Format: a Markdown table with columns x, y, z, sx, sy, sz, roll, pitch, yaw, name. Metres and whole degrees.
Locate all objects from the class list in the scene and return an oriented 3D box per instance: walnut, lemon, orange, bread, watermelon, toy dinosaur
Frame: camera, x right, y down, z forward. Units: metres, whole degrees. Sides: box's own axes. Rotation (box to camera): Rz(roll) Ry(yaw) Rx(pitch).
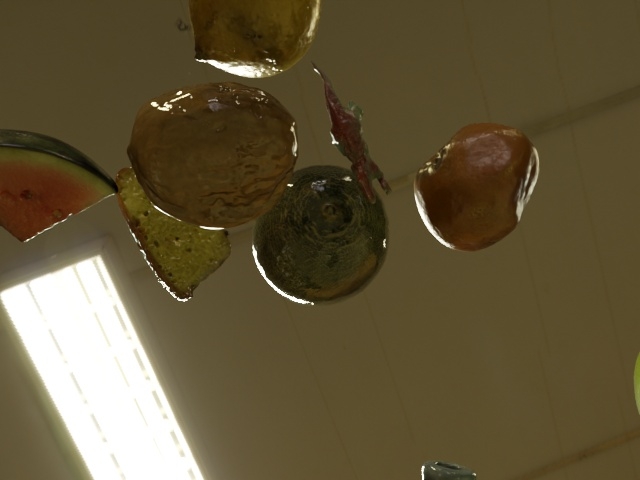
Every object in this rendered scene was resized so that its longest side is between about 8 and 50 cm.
| x | y | z | sx | sy | sz | roll | pitch | yaw | name |
| --- | --- | --- | --- | --- | --- | --- | --- | --- | --- |
| -0.101 | -0.083 | 0.653 | 0.167 | 0.166 | 0.149 | -3 | -105 | -10 | walnut |
| -0.111 | -0.412 | 1.158 | 0.228 | 0.228 | 0.253 | 12 | -88 | -14 | lemon |
| 0.284 | -0.110 | 1.238 | 0.183 | 0.249 | 0.249 | 33 | -84 | -16 | orange |
| -0.186 | -0.016 | 0.856 | 0.103 | 0.065 | 0.187 | -31 | -100 | -22 | bread |
| -0.350 | -0.088 | 0.817 | 0.193 | 0.145 | 0.137 | 12 | -58 | -24 | watermelon |
| 0.037 | -0.169 | 1.008 | 0.053 | 0.167 | 0.242 | -24 | -89 | 15 | toy dinosaur |

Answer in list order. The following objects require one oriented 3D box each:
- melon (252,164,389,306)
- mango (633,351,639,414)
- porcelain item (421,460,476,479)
| x | y | z | sx | sy | sz | roll | pitch | yaw | name |
| --- | --- | --- | --- | --- | --- | --- | --- | --- | --- |
| 0.000 | 0.000 | 1.221 | 0.249 | 0.329 | 0.248 | 1 | -110 | -3 | melon |
| 0.412 | 0.147 | 0.691 | 0.175 | 0.293 | 0.143 | -43 | -104 | 18 | mango |
| 0.137 | 0.402 | 0.808 | 0.141 | 0.141 | 0.259 | 12 | -99 | -13 | porcelain item |
